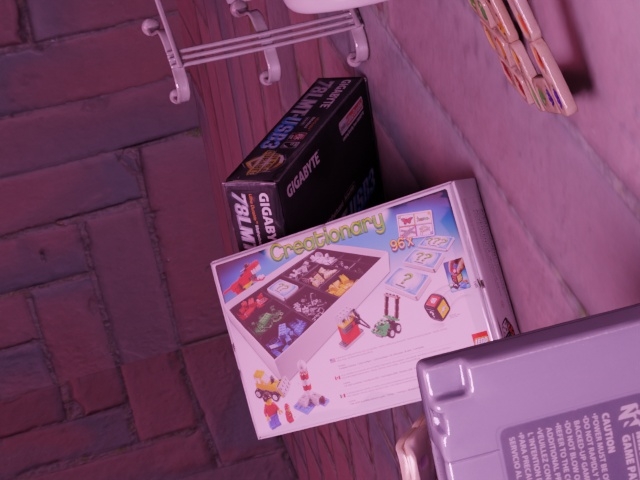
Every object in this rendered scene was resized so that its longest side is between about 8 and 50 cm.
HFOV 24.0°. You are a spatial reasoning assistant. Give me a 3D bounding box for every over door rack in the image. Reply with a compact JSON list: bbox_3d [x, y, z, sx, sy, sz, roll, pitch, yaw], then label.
[{"bbox_3d":[-0.101,-0.327,1.752,0.108,0.239,0.324,128,126,-72],"label":"over door rack"}]

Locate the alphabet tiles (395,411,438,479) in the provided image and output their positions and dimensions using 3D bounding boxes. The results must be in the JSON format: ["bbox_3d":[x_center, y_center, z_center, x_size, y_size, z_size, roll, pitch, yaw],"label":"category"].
[{"bbox_3d":[0.119,0.310,1.430,0.278,0.021,0.284,-27,-73,-74],"label":"alphabet tiles"}]

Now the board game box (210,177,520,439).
[{"bbox_3d":[0.041,0.073,1.486,0.053,0.305,0.193,-9,-97,-56],"label":"board game box"}]

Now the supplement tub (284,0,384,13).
[{"bbox_3d":[0.018,-0.314,1.343,0.144,0.144,0.199,-133,30,-71],"label":"supplement tub"}]

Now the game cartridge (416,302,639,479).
[{"bbox_3d":[0.186,0.194,0.983,0.062,0.198,0.297,-140,37,-74],"label":"game cartridge"}]

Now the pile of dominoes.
[{"bbox_3d":[0.104,-0.201,1.129,0.251,0.040,0.196,63,180,-6],"label":"pile of dominoes"}]

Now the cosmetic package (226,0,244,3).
[{"bbox_3d":[-0.139,-0.559,2.049,0.377,0.097,0.284,85,169,-47],"label":"cosmetic package"}]

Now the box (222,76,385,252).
[{"bbox_3d":[0.000,0.000,1.728,0.295,0.073,0.293,-54,-40,-55],"label":"box"}]
